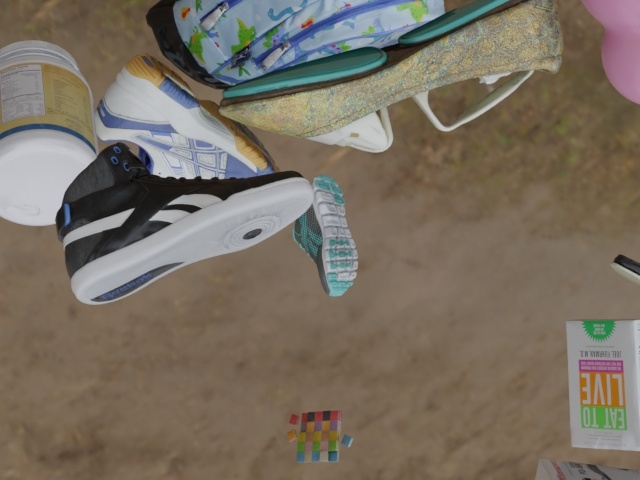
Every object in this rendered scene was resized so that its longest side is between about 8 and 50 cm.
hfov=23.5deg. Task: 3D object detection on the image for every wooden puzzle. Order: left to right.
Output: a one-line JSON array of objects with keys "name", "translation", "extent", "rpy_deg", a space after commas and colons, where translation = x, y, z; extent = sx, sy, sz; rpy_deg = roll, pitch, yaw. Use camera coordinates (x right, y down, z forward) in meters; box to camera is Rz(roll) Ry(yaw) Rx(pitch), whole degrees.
[{"name": "wooden puzzle", "translation": [-0.002, 0.190, 1.489], "extent": [0.083, 0.049, 0.006], "rpy_deg": [-9, 159, 39]}]

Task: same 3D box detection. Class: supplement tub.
[{"name": "supplement tub", "translation": [-0.342, -0.131, 1.851], "extent": [0.144, 0.199, 0.144], "rpy_deg": [-7, 136, -7]}]

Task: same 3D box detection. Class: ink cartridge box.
[{"name": "ink cartridge box", "translation": [0.289, 0.267, 1.565], "extent": [0.135, 0.099, 0.056], "rpy_deg": [7, 98, -2]}]

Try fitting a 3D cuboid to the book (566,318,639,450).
[{"name": "book", "translation": [0.324, 0.160, 1.726], "extent": [0.035, 0.144, 0.096], "rpy_deg": [-3, 179, -40]}]

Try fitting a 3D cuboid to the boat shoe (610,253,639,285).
[{"name": "boat shoe", "translation": [0.425, 0.047, 1.925], "extent": [0.133, 0.049, 0.042], "rpy_deg": [24, 87, -8]}]

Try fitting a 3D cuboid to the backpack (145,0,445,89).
[{"name": "backpack", "translation": [-0.005, -0.320, 1.995], "extent": [0.290, 0.273, 0.355], "rpy_deg": [-12, 157, -45]}]

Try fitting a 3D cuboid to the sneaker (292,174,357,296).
[{"name": "sneaker", "translation": [0.000, 0.000, 2.057], "extent": [0.065, 0.166, 0.076], "rpy_deg": [12, 152, -44]}]

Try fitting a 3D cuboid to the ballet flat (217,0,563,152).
[{"name": "ballet flat", "translation": [0.078, -0.149, 1.500], "extent": [0.348, 0.123, 0.123], "rpy_deg": [-21, 144, -6]}]

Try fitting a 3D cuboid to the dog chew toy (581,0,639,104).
[{"name": "dog chew toy", "translation": [0.324, -0.279, 1.441], "extent": [0.207, 0.206, 0.332], "rpy_deg": [-11, 105, -27]}]

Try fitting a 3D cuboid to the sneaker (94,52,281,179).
[{"name": "sneaker", "translation": [-0.174, -0.121, 2.029], "extent": [0.296, 0.112, 0.131], "rpy_deg": [37, 101, -32]}]

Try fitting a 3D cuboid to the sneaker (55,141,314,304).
[{"name": "sneaker", "translation": [-0.124, -0.042, 1.294], "extent": [0.217, 0.121, 0.079], "rpy_deg": [-23, 157, 0]}]
